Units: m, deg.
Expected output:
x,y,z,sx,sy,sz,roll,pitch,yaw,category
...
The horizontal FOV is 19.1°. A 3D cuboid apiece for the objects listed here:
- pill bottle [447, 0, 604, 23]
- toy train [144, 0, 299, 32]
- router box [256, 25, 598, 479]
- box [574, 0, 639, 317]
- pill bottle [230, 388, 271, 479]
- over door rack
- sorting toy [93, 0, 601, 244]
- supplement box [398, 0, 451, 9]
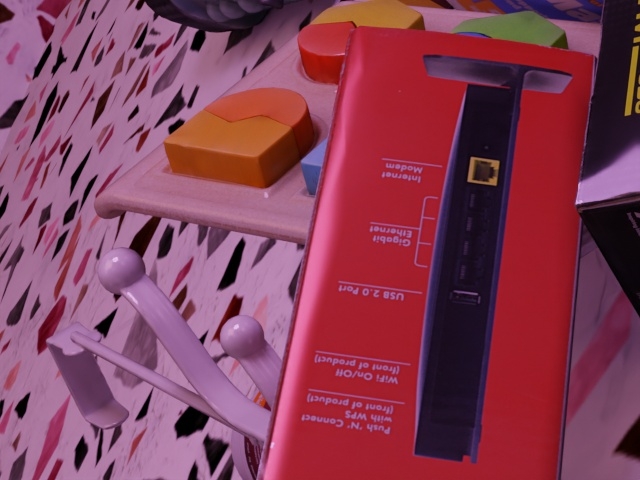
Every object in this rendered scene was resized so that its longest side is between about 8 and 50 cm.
x,y,z,sx,sy,sz,roll,pitch,yaw,category
0.157,-0.176,0.862,0.152,0.152,0.272,-66,19,-9,pill bottle
-0.054,-0.278,1.616,0.334,0.142,0.190,-172,96,-69,toy train
0.026,0.152,0.635,0.335,0.082,0.301,90,-171,-51,router box
0.146,-0.028,0.647,0.045,0.190,0.184,-11,47,26,box
0.010,0.102,0.982,0.152,0.086,0.086,-18,48,64,pill bottle
0.000,0.000,0.941,0.239,0.108,0.324,-30,9,-21,over door rack
0.025,-0.061,0.848,0.208,0.038,0.193,6,36,39,sorting toy
0.047,-0.280,1.232,0.194,0.191,0.129,-52,22,32,supplement box
